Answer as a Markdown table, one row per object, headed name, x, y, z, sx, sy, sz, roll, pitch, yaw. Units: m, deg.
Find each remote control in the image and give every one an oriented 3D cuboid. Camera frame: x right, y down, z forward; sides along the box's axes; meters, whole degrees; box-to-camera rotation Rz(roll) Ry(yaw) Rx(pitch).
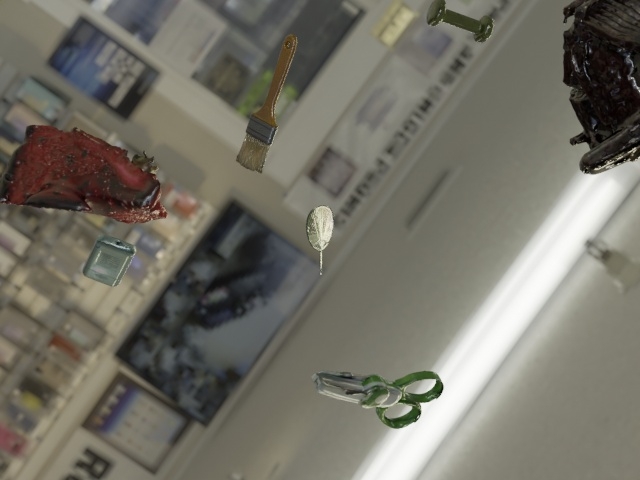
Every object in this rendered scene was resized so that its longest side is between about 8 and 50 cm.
| name | x | y | z | sx | sy | sz | roll | pitch | yaw |
| --- | --- | --- | --- | --- | --- | --- | --- | --- | --- |
| remote control | -0.266 | 0.026 | 1.718 | 0.124 | 0.053 | 0.018 | 128 | -20 | -61 |

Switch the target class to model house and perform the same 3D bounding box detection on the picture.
| name | x | y | z | sx | sy | sz | roll | pitch | yaw |
| --- | --- | --- | --- | --- | --- | --- | --- | --- | --- |
| model house | 0.333 | -0.180 | 1.384 | 0.203 | 0.164 | 0.141 | -19 | 168 | -32 |

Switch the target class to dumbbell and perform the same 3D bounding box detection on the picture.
| name | x | y | z | sx | sy | sz | roll | pitch | yaw |
| --- | --- | --- | --- | --- | --- | --- | --- | --- | --- |
| dumbbell | 0.243 | -0.382 | 2.379 | 0.052 | 0.118 | 0.046 | -34 | -136 | 60 |

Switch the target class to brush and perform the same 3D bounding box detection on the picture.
| name | x | y | z | sx | sy | sz | roll | pitch | yaw |
| --- | --- | --- | --- | --- | --- | --- | --- | --- | --- |
| brush | -0.059 | -0.163 | 1.613 | 0.014 | 0.043 | 0.170 | -4 | 119 | -52 |

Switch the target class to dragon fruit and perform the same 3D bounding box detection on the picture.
| name | x | y | z | sx | sy | sz | roll | pitch | yaw |
| --- | --- | --- | --- | --- | --- | --- | --- | --- | --- |
| dragon fruit | -0.246 | -0.071 | 1.440 | 0.122 | 0.192 | 0.092 | 4 | 96 | -59 |

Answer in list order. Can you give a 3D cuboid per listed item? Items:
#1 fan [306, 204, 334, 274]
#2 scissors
| name | x | y | z | sx | sy | sz | roll | pitch | yaw |
| --- | --- | --- | --- | --- | --- | --- | --- | --- | --- |
| fan | -0.004 | -0.006 | 1.607 | 0.003 | 0.060 | 0.080 | 4 | -109 | 32 |
| scissors | 0.067 | 0.197 | 1.773 | 0.101 | 0.204 | 0.027 | -53 | -136 | 24 |
